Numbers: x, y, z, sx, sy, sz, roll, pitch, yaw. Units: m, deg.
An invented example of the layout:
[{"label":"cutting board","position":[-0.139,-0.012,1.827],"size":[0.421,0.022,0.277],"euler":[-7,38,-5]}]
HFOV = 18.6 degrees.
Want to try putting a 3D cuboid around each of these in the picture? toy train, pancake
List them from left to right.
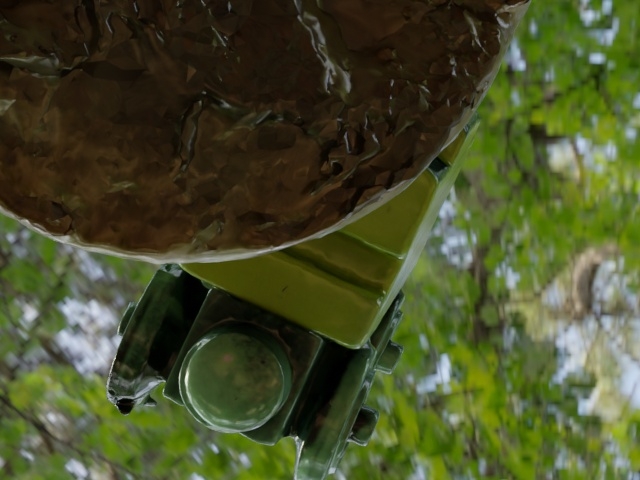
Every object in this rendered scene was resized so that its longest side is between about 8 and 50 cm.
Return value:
[{"label":"pancake","position":[-0.061,-0.189,0.849],"size":[0.382,0.071,0.382],"euler":[4,-100,-21]},{"label":"toy train","position":[0.000,0.000,1.355],"size":[0.179,0.442,0.272],"euler":[25,-80,4]}]
